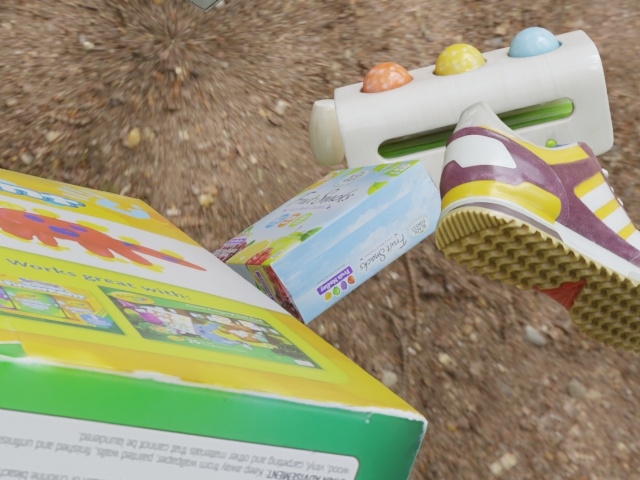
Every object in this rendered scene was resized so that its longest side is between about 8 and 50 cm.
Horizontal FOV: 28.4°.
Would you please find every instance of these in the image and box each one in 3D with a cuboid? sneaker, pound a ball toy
[{"bbox_3d":[0.140,-0.006,0.654,0.185,0.070,0.083,29,56,-31],"label":"sneaker"},{"bbox_3d":[0.133,-0.151,1.374,0.319,0.208,0.135,-12,111,6],"label":"pound a ball toy"}]

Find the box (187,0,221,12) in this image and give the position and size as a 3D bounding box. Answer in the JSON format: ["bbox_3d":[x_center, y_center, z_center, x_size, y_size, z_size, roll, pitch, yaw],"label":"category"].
[{"bbox_3d":[-0.184,-0.509,1.897,0.169,0.087,0.289,27,59,-27],"label":"box"}]

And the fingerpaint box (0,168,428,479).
[{"bbox_3d":[-0.243,0.054,0.583,0.445,0.371,0.163,13,100,-31],"label":"fingerpaint box"}]

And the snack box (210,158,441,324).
[{"bbox_3d":[0.000,0.000,1.182,0.174,0.207,0.070,-35,104,-18],"label":"snack box"}]
